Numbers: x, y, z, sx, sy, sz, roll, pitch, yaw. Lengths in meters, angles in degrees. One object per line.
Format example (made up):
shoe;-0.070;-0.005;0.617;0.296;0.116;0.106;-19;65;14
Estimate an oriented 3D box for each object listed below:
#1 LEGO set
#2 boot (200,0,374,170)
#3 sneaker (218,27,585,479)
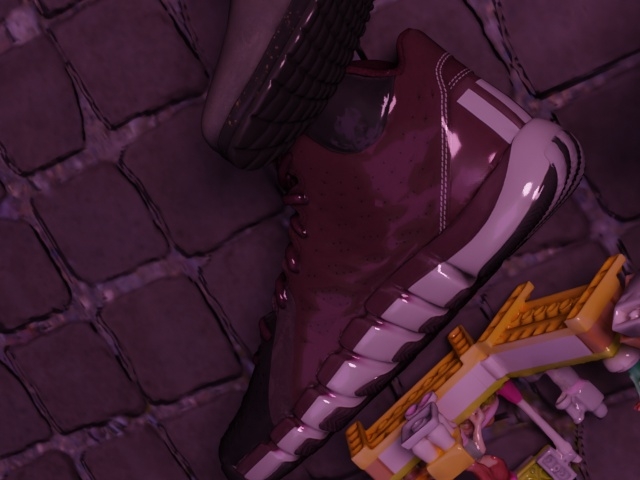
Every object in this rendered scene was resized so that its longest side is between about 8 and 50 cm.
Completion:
LEGO set;0.117;0.101;0.773;0.287;0.132;0.107;-39;102;27
boot;-0.045;-0.169;0.708;0.161;0.083;0.247;22;90;16
sneaker;0.000;0.000;0.798;0.162;0.106;0.281;45;114;7
